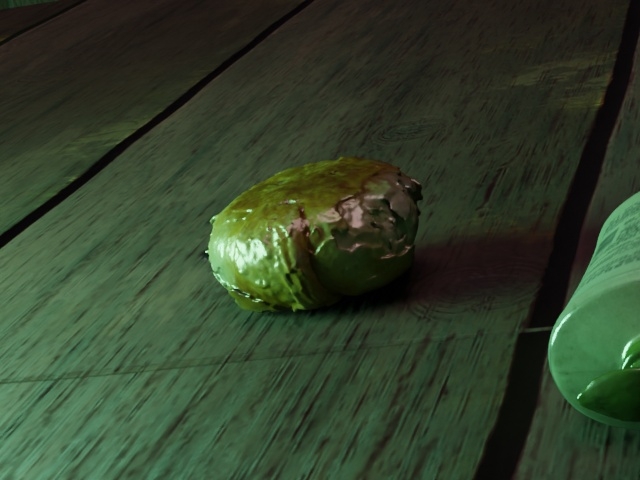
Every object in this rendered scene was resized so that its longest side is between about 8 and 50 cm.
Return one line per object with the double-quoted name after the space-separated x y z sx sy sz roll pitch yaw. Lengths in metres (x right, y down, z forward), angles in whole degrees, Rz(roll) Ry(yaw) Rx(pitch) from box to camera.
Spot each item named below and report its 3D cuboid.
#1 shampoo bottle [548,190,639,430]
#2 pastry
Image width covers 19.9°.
0.185 0.036 0.947 0.118 0.087 0.234 -11 14 22 "shampoo bottle"
-0.003 -0.004 1.232 0.153 0.081 0.153 -7 19 3 "pastry"
